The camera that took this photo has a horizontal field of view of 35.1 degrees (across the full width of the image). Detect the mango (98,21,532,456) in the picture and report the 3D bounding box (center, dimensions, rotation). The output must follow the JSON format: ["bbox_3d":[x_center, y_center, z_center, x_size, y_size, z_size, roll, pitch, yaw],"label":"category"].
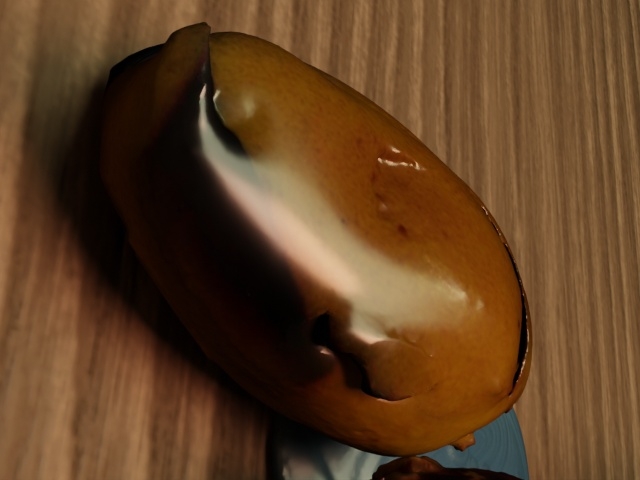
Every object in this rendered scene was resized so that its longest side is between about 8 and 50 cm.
[{"bbox_3d":[0.000,0.000,0.556,0.287,0.153,0.201,49,47,-12],"label":"mango"}]

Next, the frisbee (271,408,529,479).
[{"bbox_3d":[0.079,0.152,0.691,0.289,0.049,0.289,24,57,-44],"label":"frisbee"}]

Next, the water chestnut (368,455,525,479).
[{"bbox_3d":[0.076,0.234,0.450,0.300,0.300,0.300,24,57,-44],"label":"water chestnut"}]
